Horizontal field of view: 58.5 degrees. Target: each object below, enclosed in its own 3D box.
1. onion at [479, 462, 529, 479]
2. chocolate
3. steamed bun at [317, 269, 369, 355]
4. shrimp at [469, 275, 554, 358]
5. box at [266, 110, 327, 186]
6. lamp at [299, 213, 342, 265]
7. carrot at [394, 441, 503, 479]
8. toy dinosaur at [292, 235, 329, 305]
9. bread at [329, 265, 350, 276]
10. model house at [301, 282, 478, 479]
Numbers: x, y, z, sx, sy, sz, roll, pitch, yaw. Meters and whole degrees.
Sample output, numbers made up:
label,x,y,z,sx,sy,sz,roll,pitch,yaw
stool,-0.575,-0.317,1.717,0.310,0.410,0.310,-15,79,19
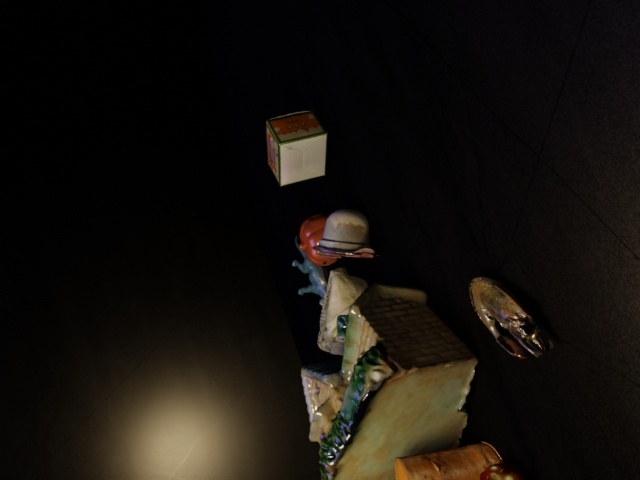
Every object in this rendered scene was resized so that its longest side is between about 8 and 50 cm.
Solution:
label,x,y,z,sx,sy,sz,roll,pitch,yaw
onion,0.424,0.567,1.295,0.118,0.119,0.117,168,82,-74
chocolate,0.083,-0.023,1.776,0.221,0.221,0.147,-150,65,-68
steamed bun,0.110,0.247,1.910,0.268,0.207,0.280,108,169,-57
shrimp,0.376,0.171,1.162,0.253,0.058,0.173,-123,14,-53
box,-0.085,-0.322,1.994,0.195,0.178,0.148,93,156,-50
lamp,0.000,0.000,2.062,0.187,0.164,0.187,161,90,-73
carrot,0.326,0.591,1.386,0.196,0.254,0.196,167,90,-77
toy dinosaur,0.009,0.121,2.325,0.331,0.129,0.383,-34,72,62
bread,0.090,0.170,2.112,0.117,0.064,0.156,84,161,-46
model house,0.140,0.364,1.533,0.400,0.395,0.445,-123,34,-50
